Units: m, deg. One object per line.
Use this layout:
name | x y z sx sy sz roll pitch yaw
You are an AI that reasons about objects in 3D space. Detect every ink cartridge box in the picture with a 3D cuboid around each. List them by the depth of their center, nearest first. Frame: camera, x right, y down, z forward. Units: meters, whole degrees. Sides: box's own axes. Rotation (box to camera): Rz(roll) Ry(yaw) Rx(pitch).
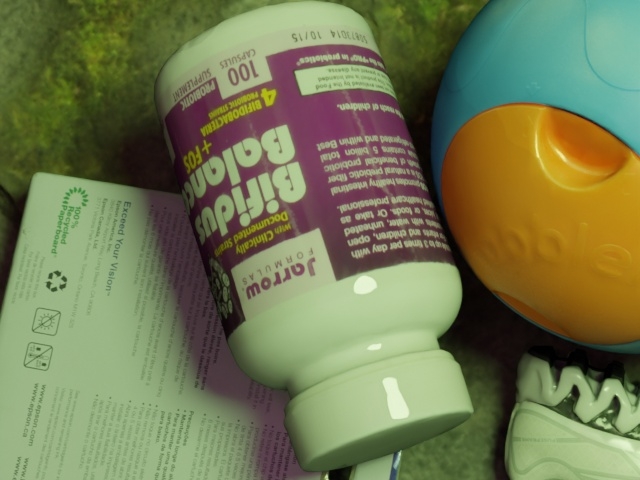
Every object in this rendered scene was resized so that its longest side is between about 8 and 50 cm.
ink cartridge box | -0.095 0.131 1.180 0.330 0.071 0.324 10 78 8

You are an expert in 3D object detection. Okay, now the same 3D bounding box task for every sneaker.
sneaker | 0.275 0.173 1.137 0.292 0.110 0.118 18 96 17

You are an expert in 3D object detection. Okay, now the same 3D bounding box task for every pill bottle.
pill bottle | 0.000 0.000 1.078 0.169 0.169 0.301 -21 73 6

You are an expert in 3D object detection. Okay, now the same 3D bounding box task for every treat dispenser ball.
treat dispenser ball | 0.220 -0.065 1.061 0.288 0.288 0.288 -1 86 8
